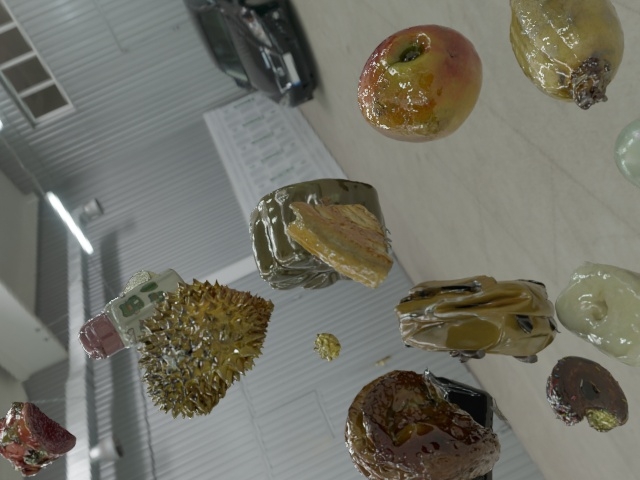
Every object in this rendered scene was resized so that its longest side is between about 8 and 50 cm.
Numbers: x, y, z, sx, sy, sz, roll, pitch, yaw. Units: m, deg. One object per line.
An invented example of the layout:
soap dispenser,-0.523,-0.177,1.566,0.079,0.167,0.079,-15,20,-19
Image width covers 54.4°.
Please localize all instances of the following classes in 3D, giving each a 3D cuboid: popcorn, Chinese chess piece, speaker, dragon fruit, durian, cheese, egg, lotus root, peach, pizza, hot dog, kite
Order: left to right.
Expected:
dragon fruit,-0.545,0.384,1.162,0.147,0.102,0.096,41,-155,-21
Chinese chess piece,-0.466,0.139,1.636,0.051,0.122,0.122,33,-159,-44
durian,-0.199,0.163,0.926,0.183,0.250,0.138,43,-152,2
popcorn,0.017,0.288,1.700,0.083,0.057,0.082,44,150,12
pizza,0.031,-0.005,0.859,0.154,0.069,0.194,29,-160,5
peach,0.275,-0.415,1.712,0.290,0.372,0.373,40,167,23
hot dog,0.208,0.388,1.255,0.267,0.174,0.387,31,-172,37
speaker,0.341,0.549,1.632,0.180,0.184,0.388,96,-175,-52
kite,0.358,0.343,1.274,0.044,0.002,0.078,30,-161,-25
lotus root,0.389,-0.317,0.976,0.343,0.151,0.169,-92,-11,-48
cheese,0.644,0.166,1.248,0.251,0.174,0.248,27,-173,-9
egg,0.702,-0.174,1.290,0.209,0.151,0.151,24,-157,-33

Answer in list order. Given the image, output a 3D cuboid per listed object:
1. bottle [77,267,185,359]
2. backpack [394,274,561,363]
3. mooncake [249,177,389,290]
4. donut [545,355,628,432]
bottle,-0.417,0.171,1.398,0.120,0.253,0.120,43,151,32
backpack,0.371,0.193,1.505,0.378,0.353,0.201,-15,70,47
mooncake,0.000,0.000,1.650,0.378,0.378,0.201,73,-172,-69
donut,0.730,0.432,1.737,0.096,0.230,0.216,111,150,-46
